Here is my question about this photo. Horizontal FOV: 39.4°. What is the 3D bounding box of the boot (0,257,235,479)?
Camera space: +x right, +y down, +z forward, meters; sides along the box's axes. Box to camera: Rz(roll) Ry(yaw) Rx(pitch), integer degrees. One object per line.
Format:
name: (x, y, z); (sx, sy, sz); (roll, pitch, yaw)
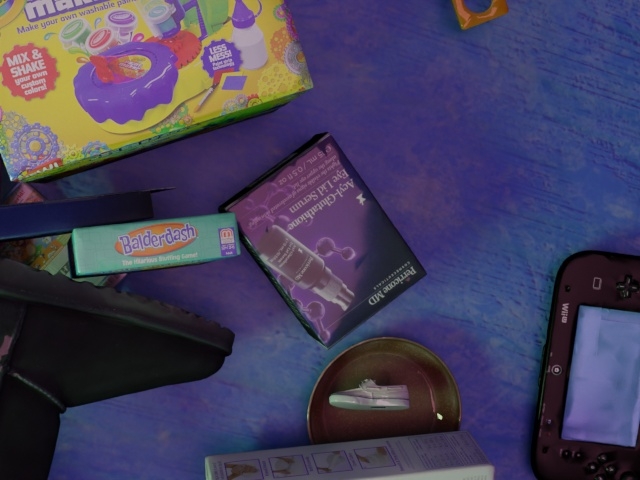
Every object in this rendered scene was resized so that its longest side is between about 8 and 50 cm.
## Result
boot: (-0.299, 0.263, 0.923); (0.367, 0.146, 0.445); (19, 75, -33)

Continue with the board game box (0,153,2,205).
board game box: (-0.496, -0.010, 0.888); (0.347, 0.056, 0.208); (-5, 103, -39)

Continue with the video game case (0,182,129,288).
video game case: (-0.326, 0.027, 1.048); (0.166, 0.015, 0.119); (43, 86, -10)

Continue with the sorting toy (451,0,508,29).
sorting toy: (0.146, -0.430, 1.099); (0.196, 0.047, 0.347); (-9, 94, -6)

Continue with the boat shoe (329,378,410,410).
boat shoe: (0.060, 0.186, 1.088); (0.100, 0.035, 0.035); (2, 65, -7)

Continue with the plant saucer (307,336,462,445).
plant saucer: (0.078, 0.217, 1.125); (0.199, 0.036, 0.198); (-1, 93, -12)

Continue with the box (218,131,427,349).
box: (0.000, 0.000, 1.062); (0.153, 0.108, 0.207); (-38, 99, -7)

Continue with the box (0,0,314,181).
box: (-0.191, -0.185, 0.928); (0.290, 0.279, 0.177); (-19, 96, -9)

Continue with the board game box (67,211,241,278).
board game box: (-0.187, 0.008, 0.964); (0.160, 0.210, 0.047); (-6, 88, -18)

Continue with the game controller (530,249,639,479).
game controller: (0.369, 0.175, 1.164); (0.167, 0.067, 0.319); (7, 91, -11)

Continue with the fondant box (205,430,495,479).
fondant box: (0.033, 0.365, 1.069); (0.330, 0.096, 0.238); (-3, 108, -12)

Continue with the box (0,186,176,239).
box: (-0.277, -0.025, 0.947); (0.225, 0.136, 0.036); (-12, 93, -41)
